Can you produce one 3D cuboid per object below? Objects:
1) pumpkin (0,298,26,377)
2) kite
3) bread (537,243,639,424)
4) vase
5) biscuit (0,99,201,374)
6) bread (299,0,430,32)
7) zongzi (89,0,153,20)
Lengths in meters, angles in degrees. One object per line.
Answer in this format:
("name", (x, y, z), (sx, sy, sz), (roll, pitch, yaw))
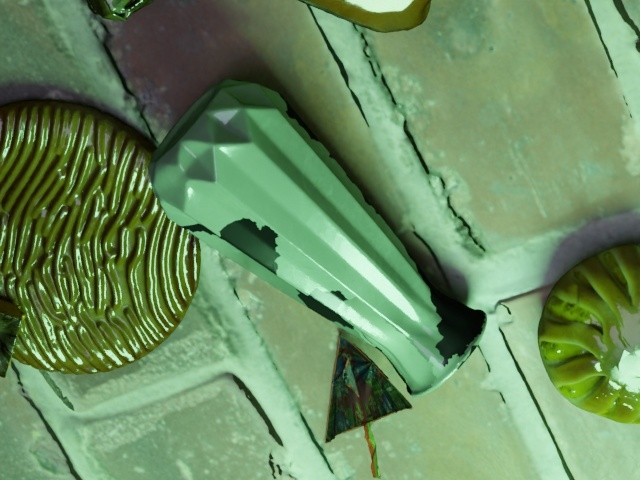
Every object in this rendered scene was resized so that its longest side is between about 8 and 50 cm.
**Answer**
("pumpkin", (-0.358, 0.099, 1.909), (0.074, 0.054, 0.083), (19, 115, -2))
("kite", (0.041, 0.173, 1.880), (0.190, 0.010, 0.159), (-34, 71, 57))
("bread", (0.324, 0.101, 1.778), (0.213, 0.105, 0.213), (4, 112, 11))
("vase", (0.000, 0.000, 1.780), (0.360, 0.165, 0.165), (41, 116, -13))
("biscuit", (-0.280, 0.003, 1.898), (0.318, 0.040, 0.318), (5, 116, 10))
("bread", (0.026, -0.379, 1.545), (0.323, 0.143, 0.333), (22, 117, -22))
("zongzi", (-0.164, -0.366, 1.685), (0.241, 0.111, 0.248), (-31, 98, 4))
